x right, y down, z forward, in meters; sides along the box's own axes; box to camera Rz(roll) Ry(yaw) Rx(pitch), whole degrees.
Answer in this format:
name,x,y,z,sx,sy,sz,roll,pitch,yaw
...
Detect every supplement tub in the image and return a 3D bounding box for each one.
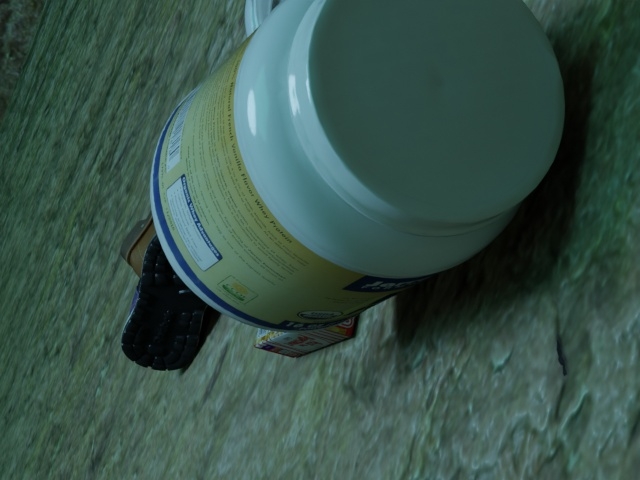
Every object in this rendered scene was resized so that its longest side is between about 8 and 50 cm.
name,x,y,z,sx,sy,sz,roll,pitch,yaw
supplement tub,0.021,-0.067,1.343,0.316,0.228,0.228,148,135,-64

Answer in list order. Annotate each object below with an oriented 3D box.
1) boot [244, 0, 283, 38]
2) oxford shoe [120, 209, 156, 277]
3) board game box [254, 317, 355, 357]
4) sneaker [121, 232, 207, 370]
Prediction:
name,x,y,z,sx,sy,sz,roll,pitch,yaw
boot,-0.007,-0.299,1.827,0.123,0.095,0.258,132,150,-66
oxford shoe,-0.157,-0.030,2.115,0.076,0.076,0.212,53,128,30
board game box,0.000,0.000,1.637,0.147,0.045,0.193,154,130,-66
sneaker,-0.145,0.011,1.965,0.124,0.107,0.283,-83,20,-44
